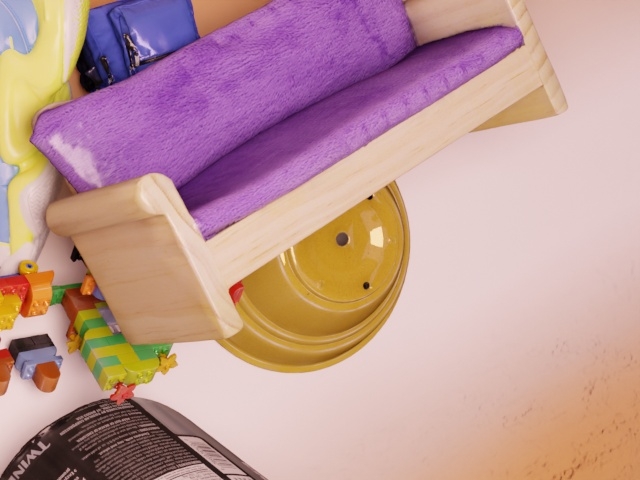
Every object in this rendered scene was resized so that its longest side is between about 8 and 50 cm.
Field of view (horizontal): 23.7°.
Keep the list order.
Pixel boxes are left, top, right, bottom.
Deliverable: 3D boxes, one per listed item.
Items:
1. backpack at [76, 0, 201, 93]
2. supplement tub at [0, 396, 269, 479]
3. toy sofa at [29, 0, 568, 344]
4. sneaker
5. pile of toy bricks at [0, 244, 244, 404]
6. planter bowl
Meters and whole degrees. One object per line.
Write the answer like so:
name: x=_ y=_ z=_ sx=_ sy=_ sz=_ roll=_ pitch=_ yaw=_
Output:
backpack: x=-0.129 y=-0.126 z=1.158 sx=0.098 sy=0.101 sz=0.120 roll=-19 pitch=99 yaw=-19
supplement tub: x=-0.082 y=0.247 z=1.032 sx=0.193 sy=0.316 sz=0.194 roll=-15 pitch=117 yaw=-32
toy sofa: x=-0.012 y=-0.088 z=1.078 sx=0.362 sy=0.150 sz=0.177 roll=-33 pitch=104 yaw=-31
sneaker: x=-0.246 y=-0.085 z=1.108 sx=0.126 sy=0.091 sz=0.240 roll=11 pitch=97 yaw=-5
pile of toy bricks: x=-0.155 y=0.072 z=1.111 sx=0.212 sy=0.118 sz=0.105 roll=-10 pitch=48 yaw=-36
planter bowl: x=0.000 y=0.000 z=1.225 sx=0.217 sy=0.090 sz=0.217 roll=1 pitch=88 yaw=-28
